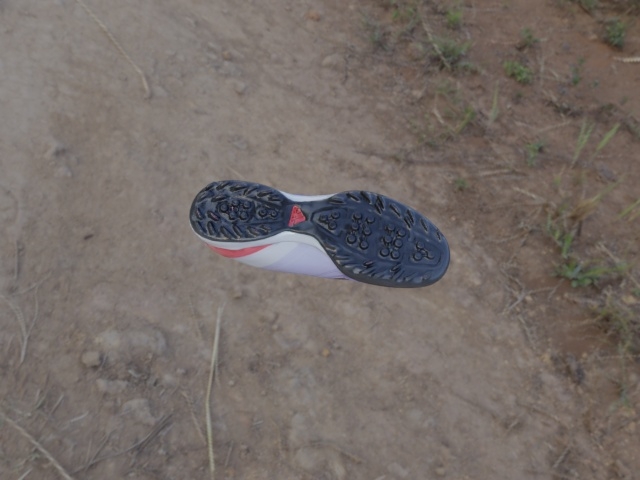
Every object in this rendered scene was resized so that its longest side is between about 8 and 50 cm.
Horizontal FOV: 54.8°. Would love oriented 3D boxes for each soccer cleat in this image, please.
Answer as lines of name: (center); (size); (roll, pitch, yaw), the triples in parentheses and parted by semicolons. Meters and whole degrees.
soccer cleat: (0.000, 0.000, 0.764); (0.318, 0.116, 0.108); (10, 70, 13)
